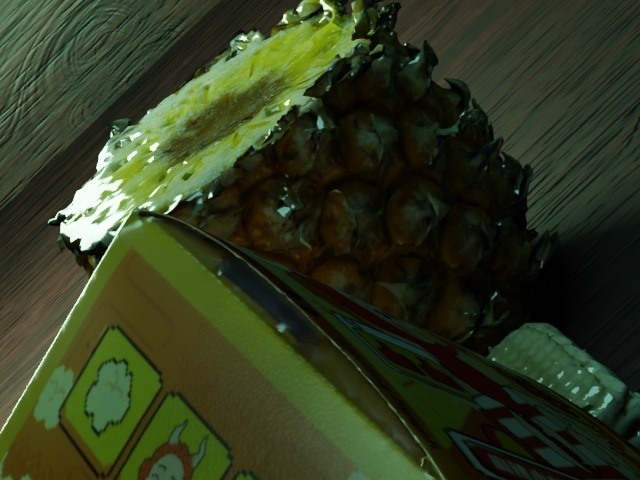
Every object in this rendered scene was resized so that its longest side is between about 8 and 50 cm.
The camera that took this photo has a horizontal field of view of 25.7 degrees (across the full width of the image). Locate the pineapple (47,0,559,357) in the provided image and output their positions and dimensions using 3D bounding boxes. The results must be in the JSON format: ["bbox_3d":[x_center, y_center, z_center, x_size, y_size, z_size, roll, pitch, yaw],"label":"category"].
[{"bbox_3d":[0.001,-0.002,1.066,0.352,0.300,0.352,-38,23,19],"label":"pineapple"}]

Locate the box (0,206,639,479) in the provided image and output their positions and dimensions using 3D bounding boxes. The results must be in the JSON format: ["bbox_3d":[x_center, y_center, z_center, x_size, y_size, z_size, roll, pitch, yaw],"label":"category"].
[{"bbox_3d":[0.026,0.156,0.655,0.259,0.283,0.214,36,99,48],"label":"box"}]

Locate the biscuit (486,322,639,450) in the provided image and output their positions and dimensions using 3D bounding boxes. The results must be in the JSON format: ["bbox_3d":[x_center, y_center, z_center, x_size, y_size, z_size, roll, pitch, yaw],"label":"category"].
[{"bbox_3d":[0.035,0.230,0.904,0.426,0.078,0.144,-45,24,0],"label":"biscuit"}]
